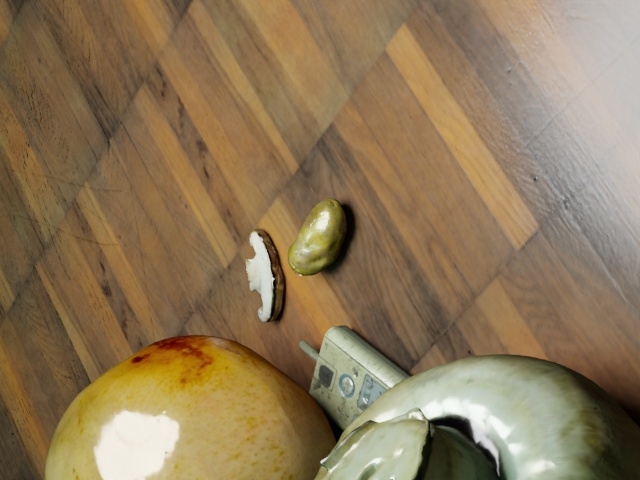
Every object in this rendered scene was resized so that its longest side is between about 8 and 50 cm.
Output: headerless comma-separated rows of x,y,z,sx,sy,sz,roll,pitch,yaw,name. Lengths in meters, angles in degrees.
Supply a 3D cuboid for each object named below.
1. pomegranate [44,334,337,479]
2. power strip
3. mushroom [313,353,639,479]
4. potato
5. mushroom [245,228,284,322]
-0.119,0.256,1.559,0.319,0.319,0.319,9,103,48,pomegranate
0.063,0.166,1.525,0.268,0.034,0.092,37,122,40,power strip
0.111,0.250,1.270,0.352,0.352,0.260,-4,136,49,mushroom
0.000,0.000,1.567,0.092,0.046,0.045,-58,18,25,potato
-0.059,0.037,1.659,0.049,0.019,0.101,-12,84,49,mushroom
